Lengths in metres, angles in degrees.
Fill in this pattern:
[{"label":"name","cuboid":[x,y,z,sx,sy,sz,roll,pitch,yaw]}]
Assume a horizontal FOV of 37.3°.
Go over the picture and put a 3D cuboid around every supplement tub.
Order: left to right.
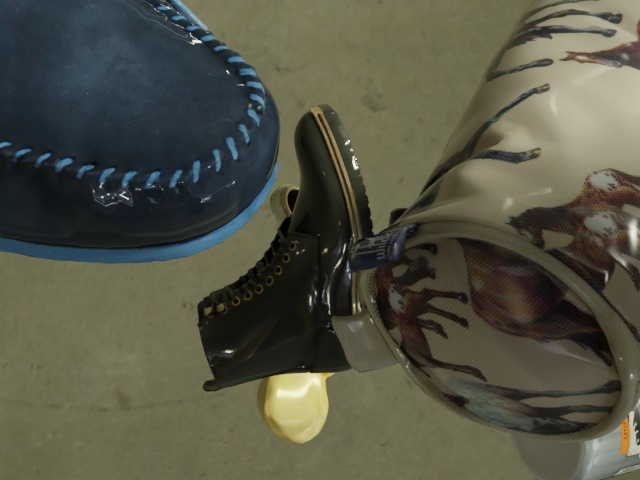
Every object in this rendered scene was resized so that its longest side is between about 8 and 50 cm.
[{"label":"supplement tub","cuboid":[0.288,0.166,0.920,0.191,0.117,0.117,-7,73,-28]}]

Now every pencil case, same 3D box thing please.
[{"label":"pencil case","cuboid":[0.166,-0.074,0.618,0.410,0.184,0.159,-56,140,-36]}]

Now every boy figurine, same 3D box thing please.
[{"label":"boy figurine","cuboid":[-0.006,0.114,1.126,0.285,0.177,0.092,-76,151,-51]}]

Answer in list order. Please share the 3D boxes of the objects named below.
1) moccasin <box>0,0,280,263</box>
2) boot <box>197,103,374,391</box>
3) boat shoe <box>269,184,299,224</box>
[{"label":"moccasin","cuboid":[-0.175,-0.098,0.347,0.342,0.116,0.137,22,52,10]},{"label":"boot","cuboid":[-0.032,0.014,0.658,0.137,0.077,0.197,-11,107,-4]},{"label":"boat shoe","cuboid":[0.000,0.000,0.962,0.050,0.045,0.135,-44,97,-14]}]
